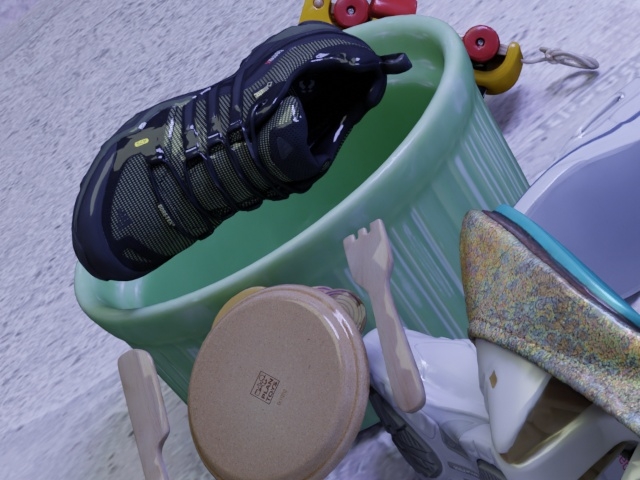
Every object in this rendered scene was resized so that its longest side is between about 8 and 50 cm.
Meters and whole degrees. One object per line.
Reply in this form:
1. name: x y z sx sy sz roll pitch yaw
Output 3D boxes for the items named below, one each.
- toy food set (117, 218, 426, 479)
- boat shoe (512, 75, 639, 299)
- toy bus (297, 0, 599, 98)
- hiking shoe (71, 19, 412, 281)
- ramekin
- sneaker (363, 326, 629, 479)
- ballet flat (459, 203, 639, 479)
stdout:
1. toy food set: -0.021 0.082 1.068 0.192 0.038 0.132 -28 62 25
2. boat shoe: 0.191 -0.039 1.163 0.258 0.095 0.084 -35 17 -23
3. toy bus: 0.070 -0.116 1.420 0.202 0.191 0.104 15 90 55
4. hiking shoe: -0.052 -0.057 1.139 0.227 0.086 0.114 -41 21 -14
5. ramekin: 0.000 0.000 1.260 0.303 0.148 0.303 -30 24 15
6. sneaker: 0.108 0.090 1.043 0.115 0.090 0.232 -36 31 -17
7. ballet flat: 0.147 0.093 0.855 0.123 0.123 0.348 -41 42 -11
